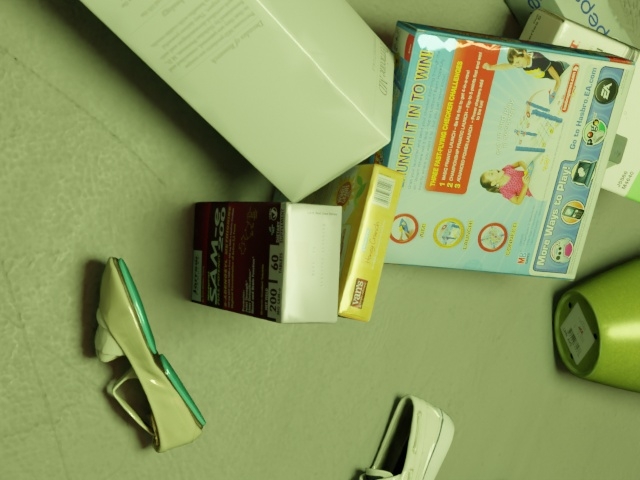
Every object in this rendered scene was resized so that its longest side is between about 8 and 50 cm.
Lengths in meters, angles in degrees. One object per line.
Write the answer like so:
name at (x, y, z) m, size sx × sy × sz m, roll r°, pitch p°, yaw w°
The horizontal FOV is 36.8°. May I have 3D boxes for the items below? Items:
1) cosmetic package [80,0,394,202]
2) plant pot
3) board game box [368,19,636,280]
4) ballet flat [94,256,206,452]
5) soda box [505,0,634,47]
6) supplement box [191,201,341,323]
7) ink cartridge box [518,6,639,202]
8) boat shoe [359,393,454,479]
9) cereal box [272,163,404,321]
cosmetic package at (-0.091, -0.252, 1.081) m, size 0.385 × 0.156 × 0.217 m, roll 41°, pitch 32°, yaw -27°
plant pot at (0.528, 0.134, 1.499) m, size 0.293 × 0.275 × 0.275 m, roll -5°, pitch 95°, yaw -16°
board game box at (0.223, -0.113, 1.270) m, size 0.302 × 0.086 × 0.308 m, roll 6°, pitch 110°, yaw -15°
ballet flat at (-0.216, 0.141, 1.119) m, size 0.086 × 0.086 × 0.248 m, roll -33°, pitch 109°, yaw -27°
soda box at (0.386, -0.318, 1.463) m, size 0.091 × 0.098 × 0.286 m, roll -49°, pitch 116°, yaw -20°
supplement box at (-0.069, 0.020, 1.106) m, size 0.073 × 0.239 × 0.130 m, roll 2°, pitch 91°, yaw -30°
ink cartridge box at (0.400, -0.189, 1.389) m, size 0.272 × 0.115 × 0.198 m, roll 18°, pitch 109°, yaw -15°
boat shoe at (0.096, 0.339, 1.311) m, size 0.088 × 0.096 × 0.267 m, roll 36°, pitch 72°, yaw -24°
cereal box at (0.000, 0.000, 1.148) m, size 0.047 × 0.240 × 0.173 m, roll 16°, pitch 84°, yaw -27°
